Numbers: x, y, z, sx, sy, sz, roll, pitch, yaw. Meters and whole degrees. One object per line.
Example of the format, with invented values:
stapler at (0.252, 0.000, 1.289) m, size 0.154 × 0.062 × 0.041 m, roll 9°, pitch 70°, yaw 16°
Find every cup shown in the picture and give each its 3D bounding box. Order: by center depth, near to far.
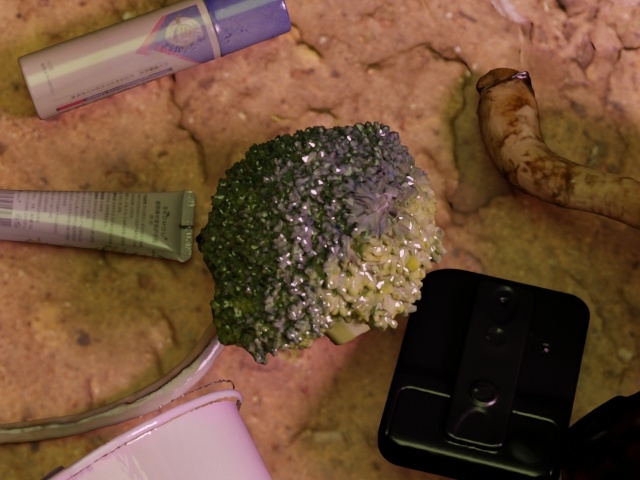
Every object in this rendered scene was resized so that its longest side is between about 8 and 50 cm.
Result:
cup at (-0.098, 0.280, 1.374) m, size 0.253 × 0.253 × 0.274 m, roll -31°, pitch 78°, yaw -10°

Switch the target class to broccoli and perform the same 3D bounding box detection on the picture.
broccoli at (-0.001, -0.003, 1.511) m, size 0.198 × 0.226 × 0.176 m, roll -14°, pitch 88°, yaw 9°

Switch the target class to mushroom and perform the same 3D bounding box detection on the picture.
mushroom at (0.253, -0.013, 1.533) m, size 0.208 × 0.302 × 0.233 m, roll 41°, pitch 65°, yaw -30°
mushroom at (-0.152, 0.109, 1.546) m, size 0.306 × 0.043 × 0.068 m, roll -23°, pitch 89°, yaw -10°

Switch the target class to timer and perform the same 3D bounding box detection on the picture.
timer at (0.131, 0.104, 1.504) m, size 0.144 × 0.055 × 0.187 m, roll 12°, pitch 51°, yaw 6°

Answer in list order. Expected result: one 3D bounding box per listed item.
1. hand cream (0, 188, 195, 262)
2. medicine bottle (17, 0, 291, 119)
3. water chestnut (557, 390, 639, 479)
hand cream at (-0.203, -0.017, 1.595) m, size 0.194 × 0.042 × 0.067 m, roll 4°, pitch 61°, yaw -3°
medicine bottle at (-0.142, -0.168, 1.640) m, size 0.231 × 0.059 × 0.059 m, roll -20°, pitch 69°, yaw -6°
water chestnut at (0.345, 0.234, 1.361) m, size 0.335 × 0.335 × 0.347 m, roll -28°, pitch 106°, yaw -10°
